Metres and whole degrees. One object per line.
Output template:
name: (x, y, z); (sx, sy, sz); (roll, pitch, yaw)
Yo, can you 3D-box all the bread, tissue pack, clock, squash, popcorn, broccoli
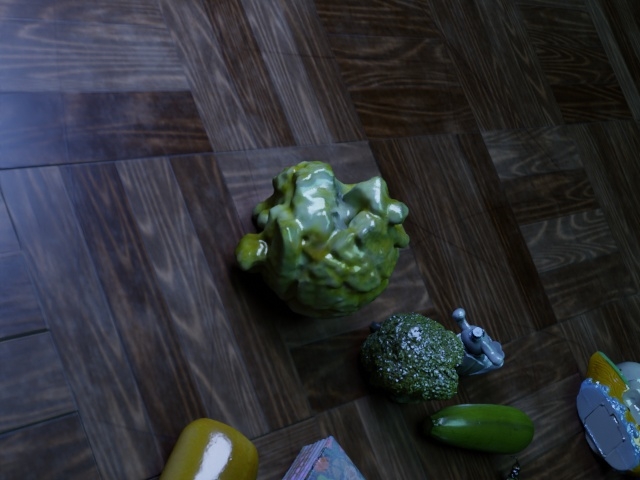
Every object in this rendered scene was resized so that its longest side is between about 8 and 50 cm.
bread: (-0.124, 0.276, 1.182); (0.092, 0.074, 0.239); (52, 37, -25)
tissue pack: (-0.001, 0.299, 1.334); (0.109, 0.060, 0.148); (56, 37, -13)
clock: (0.477, 0.269, 1.899); (0.144, 0.103, 0.231); (-6, 58, -37)
squash: (0.208, 0.248, 1.634); (0.201, 0.066, 0.066); (10, 61, -42)
popcorn: (0.000, 0.000, 1.449); (0.187, 0.167, 0.185); (30, 64, 10)
broccoli: (0.114, 0.150, 1.539); (0.130, 0.131, 0.120); (-85, 174, -54)

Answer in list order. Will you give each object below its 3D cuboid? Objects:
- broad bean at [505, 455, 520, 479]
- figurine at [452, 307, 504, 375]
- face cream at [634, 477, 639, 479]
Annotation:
broad bean: (0.226, 0.370, 1.598); (0.069, 0.039, 0.227); (60, 34, -16)
figurine: (0.205, 0.144, 1.675); (0.082, 0.094, 0.086); (-45, 143, -17)
face cream: (0.550, 0.358, 1.979); (0.149, 0.083, 0.264); (27, 49, -38)
